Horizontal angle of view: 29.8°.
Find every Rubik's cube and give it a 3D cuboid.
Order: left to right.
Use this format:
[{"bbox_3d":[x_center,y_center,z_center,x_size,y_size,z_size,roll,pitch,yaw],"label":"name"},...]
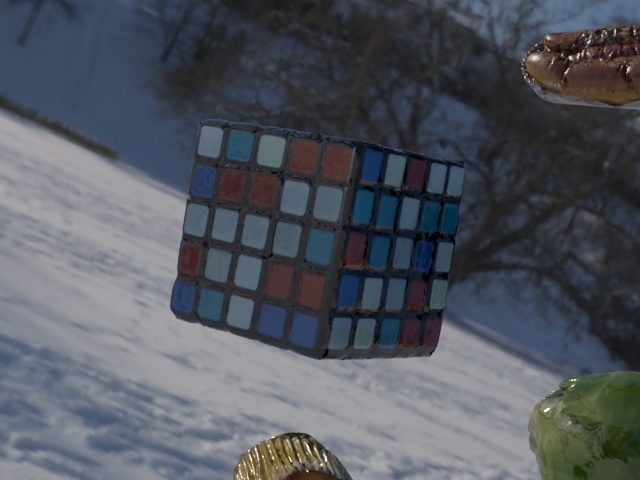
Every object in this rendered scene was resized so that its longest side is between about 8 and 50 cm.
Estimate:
[{"bbox_3d":[0.000,0.000,1.069,0.184,0.187,0.182,9,2,36],"label":"Rubik's cube"}]

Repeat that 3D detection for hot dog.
[{"bbox_3d":[0.374,-0.208,1.457,0.267,0.075,0.144,5,38,26],"label":"hot dog"}]

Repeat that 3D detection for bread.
[{"bbox_3d":[-0.012,0.314,1.327,0.190,0.132,0.114,57,1,-24],"label":"bread"}]

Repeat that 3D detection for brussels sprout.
[{"bbox_3d":[0.383,0.270,1.510,0.244,0.244,0.244,24,1,-1],"label":"brussels sprout"}]
